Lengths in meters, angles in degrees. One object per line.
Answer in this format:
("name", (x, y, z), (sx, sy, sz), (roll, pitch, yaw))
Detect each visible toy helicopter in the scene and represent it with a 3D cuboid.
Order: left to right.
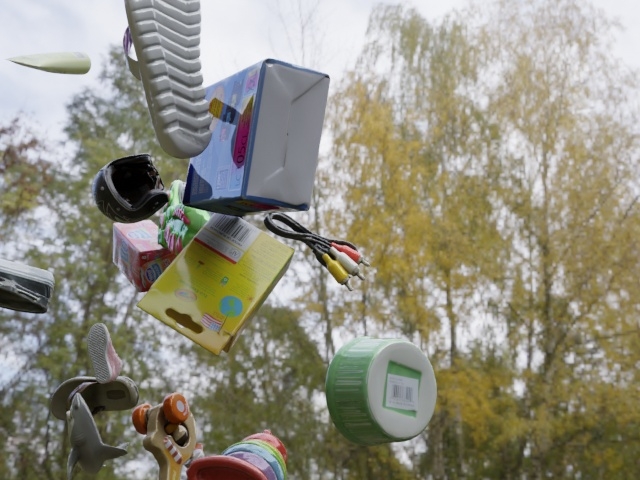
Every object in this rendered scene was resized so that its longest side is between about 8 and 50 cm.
("toy helicopter", (-0.394, 0.604, 2.062), (0.140, 0.354, 0.235), (-23, -46, 21))

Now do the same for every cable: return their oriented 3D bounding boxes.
("cable", (0.000, 0.000, 1.902), (0.287, 0.139, 0.072), (41, -42, -5))

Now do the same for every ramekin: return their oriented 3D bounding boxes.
("ramekin", (0.175, 0.406, 2.075), (0.304, 0.303, 0.148), (23, -23, -33))

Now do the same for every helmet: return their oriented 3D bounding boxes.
("helmet", (-0.455, -0.117, 1.808), (0.162, 0.169, 0.169), (-24, -23, -11))

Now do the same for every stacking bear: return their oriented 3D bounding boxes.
("stacking bear", (-0.146, 0.486, 1.595), (0.164, 0.175, 0.289), (-12, 1, 9))

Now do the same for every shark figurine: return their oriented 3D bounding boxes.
("shark figurine", (-0.463, 0.450, 1.622), (0.116, 0.166, 0.278), (-5, -33, -5))

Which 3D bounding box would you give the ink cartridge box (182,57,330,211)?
("ink cartridge box", (-0.153, -0.189, 1.556), (0.151, 0.269, 0.395), (12, -6, -27))

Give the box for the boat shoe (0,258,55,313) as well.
("boat shoe", (-0.826, 0.110, 1.884), (0.335, 0.119, 0.121), (11, -37, -28))

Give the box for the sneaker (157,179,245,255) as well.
("sneaker", (-0.307, -0.035, 1.999), (0.202, 0.185, 0.483), (14, 11, -21))

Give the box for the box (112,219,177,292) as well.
("box", (-0.507, 0.041, 2.210), (0.123, 0.128, 0.257), (-6, 23, -31))

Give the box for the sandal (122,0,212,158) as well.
("sandal", (-0.305, -0.355, 1.429), (0.102, 0.415, 0.169), (-10, -4, 38))

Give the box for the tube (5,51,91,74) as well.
("tube", (-0.666, -0.440, 1.899), (0.070, 0.062, 0.240), (-29, 2, 21))

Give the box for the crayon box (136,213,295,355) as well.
("crayon box", (-0.220, 0.094, 1.620), (0.202, 0.318, 0.081), (31, -39, 7))

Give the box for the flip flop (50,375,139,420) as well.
("flip flop", (-0.584, 0.406, 1.935), (0.277, 0.112, 0.080), (-10, 10, 26))

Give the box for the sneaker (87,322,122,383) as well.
("sneaker", (-0.482, 0.254, 1.713), (0.051, 0.134, 0.070), (-14, -12, 9))
